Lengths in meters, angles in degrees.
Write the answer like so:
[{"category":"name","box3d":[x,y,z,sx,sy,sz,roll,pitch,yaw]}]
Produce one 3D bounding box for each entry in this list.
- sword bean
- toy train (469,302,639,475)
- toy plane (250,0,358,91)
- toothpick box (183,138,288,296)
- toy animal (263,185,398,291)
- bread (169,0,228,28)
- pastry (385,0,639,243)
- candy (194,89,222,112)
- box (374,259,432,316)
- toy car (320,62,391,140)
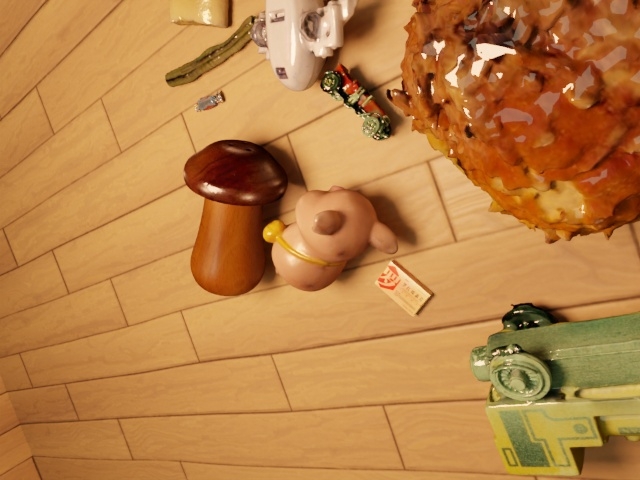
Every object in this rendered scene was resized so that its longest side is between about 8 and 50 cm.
[{"category":"sword bean","box3d":[-0.214,-0.369,0.977,0.269,0.038,0.043,-16,120,36]},{"category":"toy train","box3d":[0.403,0.197,0.673,0.369,0.150,0.237,-18,102,36]},{"category":"toy plane","box3d":[-0.032,-0.373,0.810,0.244,0.117,0.245,22,120,45]},{"category":"toothpick box","box3d":[-0.169,-0.046,0.957,0.192,0.192,0.294,26,123,25]},{"category":"toy animal","box3d":[-0.002,0.001,0.874,0.248,0.165,0.149,-42,54,49]},{"category":"bread","box3d":[-0.232,-0.502,0.932,0.139,0.060,0.178,16,112,29]},{"category":"pastry","box3d":[0.262,-0.209,0.538,0.337,0.292,0.405,17,126,0]},{"category":"candy","box3d":[-0.234,-0.289,1.022,0.083,0.020,0.030,-5,101,37]},{"category":"box","box3d":[0.148,0.085,0.882,0.093,0.015,0.058,41,121,17]},{"category":"toy car","box3d":[0.063,-0.226,0.813,0.054,0.073,0.143,-45,76,16]}]
